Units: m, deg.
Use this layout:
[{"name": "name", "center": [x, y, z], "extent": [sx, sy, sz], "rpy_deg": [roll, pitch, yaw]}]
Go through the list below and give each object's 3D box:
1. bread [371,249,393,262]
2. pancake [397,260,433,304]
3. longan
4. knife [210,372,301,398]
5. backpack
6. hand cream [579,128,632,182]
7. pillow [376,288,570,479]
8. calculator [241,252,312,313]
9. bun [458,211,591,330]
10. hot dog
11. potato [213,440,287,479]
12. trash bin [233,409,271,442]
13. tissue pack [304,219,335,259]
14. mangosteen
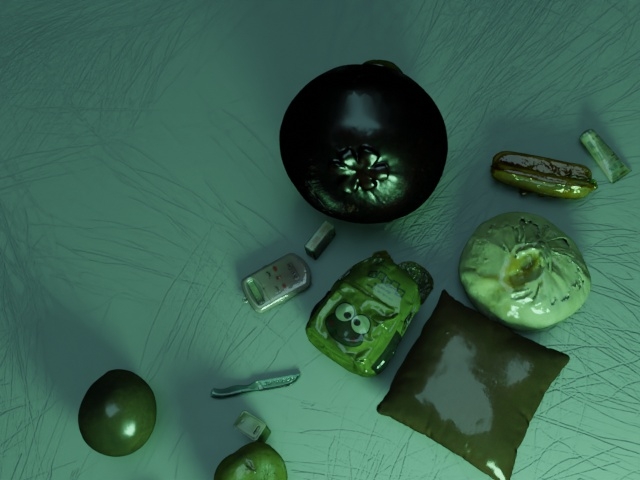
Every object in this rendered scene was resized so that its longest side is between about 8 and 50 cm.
[{"name": "bread", "center": [0.152, 0.059, 1.723], "extent": [0.049, 0.033, 0.088], "rpy_deg": [-23, 65, -10]}, {"name": "pancake", "center": [0.206, 0.101, 1.692], "extent": [0.108, 0.017, 0.108], "rpy_deg": [1, 80, -6]}, {"name": "longan", "center": [-0.439, 0.372, 1.601], "extent": [0.167, 0.167, 0.187], "rpy_deg": [-13, 44, 2]}, {"name": "knife", "center": [-0.144, 0.327, 1.654], "extent": [0.210, 0.015, 0.028], "rpy_deg": [-10, 60, 2]}, {"name": "backpack", "center": [0.103, 0.162, 1.622], "extent": [0.207, 0.140, 0.253], "rpy_deg": [33, 80, 21]}, {"name": "hand cream", "center": [0.680, -0.206, 1.773], "extent": [0.061, 0.039, 0.143], "rpy_deg": [-29, 75, -13]}, {"name": "pillow", "center": [0.320, 0.300, 1.552], "extent": [0.305, 0.108, 0.308], "rpy_deg": [27, 76, 17]}, {"name": "calculator", "center": [-0.106, 0.101, 1.739], "extent": [0.175, 0.032, 0.100], "rpy_deg": [-29, 66, -5]}, {"name": "bun", "center": [0.446, 0.057, 1.624], "extent": [0.287, 0.146, 0.287], "rpy_deg": [-4, 64, 8]}, {"name": "hot dog", "center": [0.527, -0.147, 1.746], "extent": [0.250, 0.076, 0.104], "rpy_deg": [13, 49, 9]}, {"name": "potato", "center": [-0.130, 0.514, 1.500], "extent": [0.157, 0.157, 0.194], "rpy_deg": [-24, 77, -3]}, {"name": "trash bin", "center": [-0.142, 0.403, 1.578], "extent": [0.061, 0.092, 0.043], "rpy_deg": [28, 72, 18]}, {"name": "tissue pack", "center": [0.000, 0.000, 1.754], "extent": [0.035, 0.063, 0.083], "rpy_deg": [33, 76, 16]}, {"name": "mangosteen", "center": [0.103, -0.237, 1.712], "extent": [0.382, 0.382, 0.435], "rpy_deg": [1, 28, 8]}]
